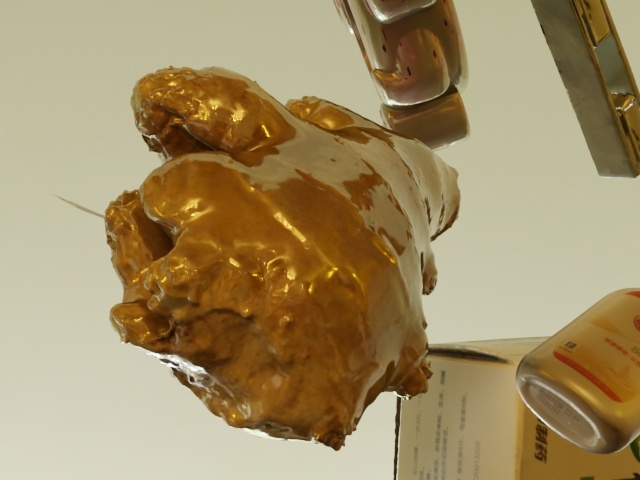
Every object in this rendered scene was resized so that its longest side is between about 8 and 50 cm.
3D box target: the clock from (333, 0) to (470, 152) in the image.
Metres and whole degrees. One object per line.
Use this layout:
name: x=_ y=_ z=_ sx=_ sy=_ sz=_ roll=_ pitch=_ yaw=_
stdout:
clock: x=0.075 y=-0.268 z=1.285 sx=0.114 sy=0.284 sz=0.309 roll=-19 pitch=-30 yaw=4

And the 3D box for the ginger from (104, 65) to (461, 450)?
ginger: x=-0.023 y=-0.011 z=0.772 sx=0.236 sy=0.375 sz=0.166 roll=24 pitch=-75 yaw=-1

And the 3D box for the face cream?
face cream: x=0.098 y=0.034 z=0.363 sx=0.083 sy=0.040 sz=0.021 roll=-29 pitch=-35 yaw=-38

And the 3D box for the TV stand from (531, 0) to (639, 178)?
TV stand: x=0.200 y=-0.149 z=0.884 sx=0.036 sy=0.042 sz=0.249 roll=8 pitch=-44 yaw=47

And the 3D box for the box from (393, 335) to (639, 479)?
box: x=0.161 y=0.239 z=0.904 sx=0.173 sy=0.333 sz=0.145 roll=5 pitch=-3 yaw=-36

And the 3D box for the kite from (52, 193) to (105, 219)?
kite: x=-0.168 y=-0.004 z=1.183 sx=0.229 sy=0.016 sz=0.127 roll=18 pitch=-3 yaw=37
